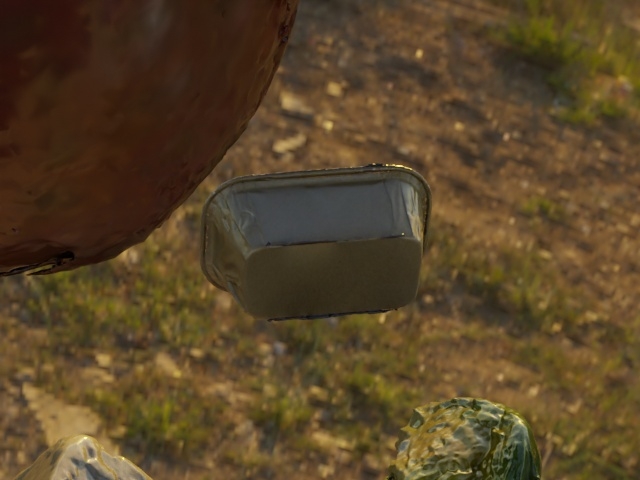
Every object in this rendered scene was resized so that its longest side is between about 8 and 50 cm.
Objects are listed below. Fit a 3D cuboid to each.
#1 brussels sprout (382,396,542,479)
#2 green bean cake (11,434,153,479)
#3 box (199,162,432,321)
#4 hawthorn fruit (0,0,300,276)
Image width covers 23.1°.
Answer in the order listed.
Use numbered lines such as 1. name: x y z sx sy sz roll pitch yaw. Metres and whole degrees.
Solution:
1. brussels sprout: 0.116 0.192 1.237 0.100 0.139 0.181 43 3 -15
2. green bean cake: -0.143 0.202 0.877 0.109 0.085 0.179 42 29 -13
3. box: 0.000 0.000 1.163 0.177 0.111 0.111 -4 47 -12
4. hawthorn fruit: -0.145 -0.127 0.494 0.315 0.316 0.316 7 44 -7
